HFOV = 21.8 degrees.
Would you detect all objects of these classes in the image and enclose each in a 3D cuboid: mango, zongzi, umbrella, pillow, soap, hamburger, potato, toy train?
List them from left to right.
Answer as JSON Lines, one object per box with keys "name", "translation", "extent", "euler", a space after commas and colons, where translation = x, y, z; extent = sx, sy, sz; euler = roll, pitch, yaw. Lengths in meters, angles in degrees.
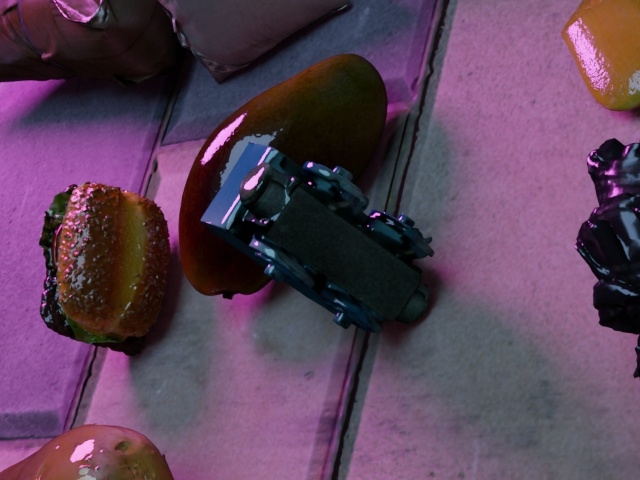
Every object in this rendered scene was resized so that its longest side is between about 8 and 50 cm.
{"name": "potato", "translation": [-0.220, 0.250, 1.443], "extent": [0.234, 0.146, 0.150], "euler": [-31, 0, 39]}
{"name": "zongzi", "translation": [-0.270, -0.313, 1.899], "extent": [0.360, 0.160, 0.323], "euler": [-9, 50, 45]}
{"name": "hamburger", "translation": [-0.206, 0.022, 1.598], "extent": [0.087, 0.137, 0.166], "euler": [-33, 45, 51]}
{"name": "pillow", "translation": [-0.070, -0.257, 1.695], "extent": [0.181, 0.134, 0.078], "euler": [-26, 35, 24]}
{"name": "mango", "translation": [-0.040, -0.067, 1.531], "extent": [0.133, 0.111, 0.267], "euler": [37, 84, 20]}
{"name": "toy train", "translation": [0.000, 0.000, 1.405], "extent": [0.107, 0.198, 0.154], "euler": [-58, 27, -7]}
{"name": "soap", "translation": [0.252, -0.174, 1.425], "extent": [0.089, 0.033, 0.168], "euler": [-37, 42, 10]}
{"name": "umbrella", "translation": [0.252, 0.066, 1.165], "extent": [0.128, 0.154, 0.336], "euler": [118, 164, -57]}
